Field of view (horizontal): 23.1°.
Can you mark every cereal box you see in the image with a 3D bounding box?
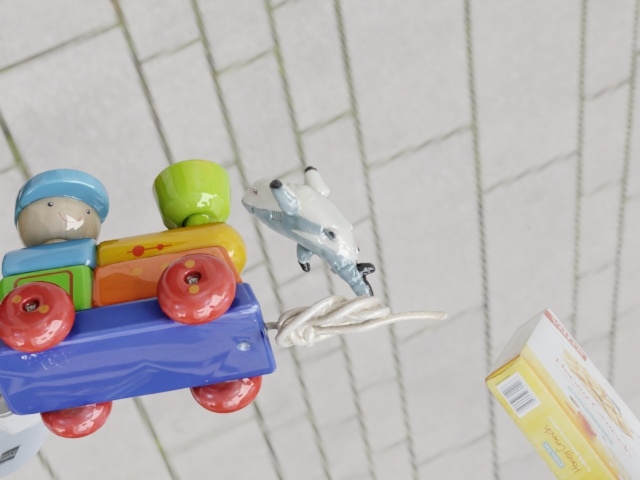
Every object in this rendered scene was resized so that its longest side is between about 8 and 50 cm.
[{"bbox_3d":[0.231,0.157,1.418,0.047,0.173,0.240,-38,178,16],"label":"cereal box"}]

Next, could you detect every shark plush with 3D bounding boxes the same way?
[{"bbox_3d":[0.000,0.000,1.423,0.067,0.161,0.073,-47,-179,30],"label":"shark plush"}]

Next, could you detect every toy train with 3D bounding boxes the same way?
[{"bbox_3d":[-0.061,0.013,0.886,0.248,0.143,0.105,-10,140,2],"label":"toy train"}]

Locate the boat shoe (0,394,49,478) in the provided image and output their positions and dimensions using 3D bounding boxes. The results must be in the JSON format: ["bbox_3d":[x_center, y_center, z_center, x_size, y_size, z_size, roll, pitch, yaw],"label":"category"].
[{"bbox_3d":[-0.302,0.162,1.330,0.080,0.076,0.228,-62,170,9],"label":"boat shoe"}]
